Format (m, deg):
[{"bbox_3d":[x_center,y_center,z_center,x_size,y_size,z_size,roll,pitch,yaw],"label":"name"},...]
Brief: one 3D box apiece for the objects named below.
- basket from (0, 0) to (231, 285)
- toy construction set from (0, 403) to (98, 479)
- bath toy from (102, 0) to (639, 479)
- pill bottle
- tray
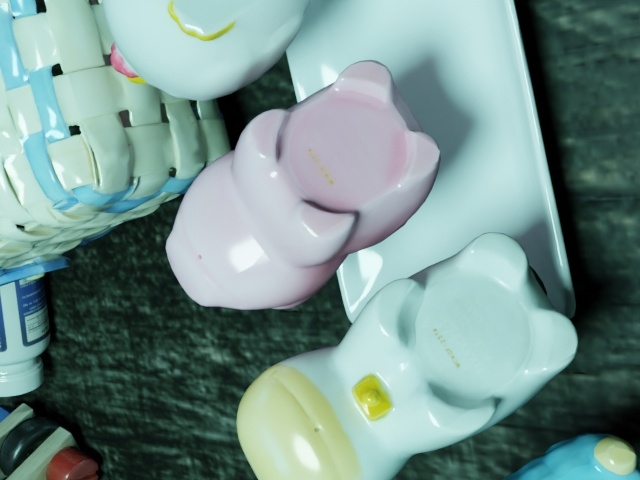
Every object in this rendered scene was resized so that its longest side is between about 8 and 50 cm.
[{"bbox_3d":[-0.206,-0.087,0.663,0.288,0.201,0.255,-9,97,29],"label":"basket"},{"bbox_3d":[-0.315,0.247,0.876,0.309,0.237,0.257,50,133,21],"label":"toy construction set"},{"bbox_3d":[0.000,0.000,0.519,0.348,0.151,0.129,61,171,10],"label":"bath toy"},{"bbox_3d":[-0.243,0.055,0.860,0.067,0.067,0.120,14,113,42],"label":"pill bottle"},{"bbox_3d":[0.044,-0.091,0.548,0.145,0.030,0.270,-5,100,47],"label":"tray"}]
